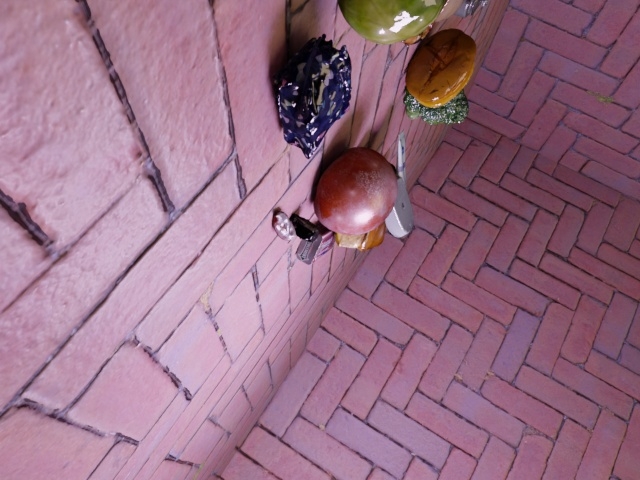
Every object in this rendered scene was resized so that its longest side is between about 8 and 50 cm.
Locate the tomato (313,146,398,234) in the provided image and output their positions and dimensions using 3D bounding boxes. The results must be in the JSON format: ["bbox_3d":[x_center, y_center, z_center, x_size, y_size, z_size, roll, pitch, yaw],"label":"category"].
[{"bbox_3d":[0.113,-0.142,1.498,0.270,0.227,0.270,-55,169,-15],"label":"tomato"}]

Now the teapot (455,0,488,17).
[{"bbox_3d":[0.467,-0.786,1.593,0.239,0.149,0.162,-44,159,-50],"label":"teapot"}]

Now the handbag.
[{"bbox_3d":[-0.010,-0.275,0.965,0.162,0.113,0.260,-51,168,-11],"label":"handbag"}]

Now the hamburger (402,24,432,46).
[{"bbox_3d":[0.229,-0.591,1.207,0.231,0.107,0.231,-51,166,-18],"label":"hamburger"}]

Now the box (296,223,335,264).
[{"bbox_3d":[0.000,0.000,1.747,0.120,0.069,0.224,-65,167,22],"label":"box"}]

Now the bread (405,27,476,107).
[{"bbox_3d":[0.410,-0.584,1.703,0.269,0.195,0.143,-53,159,5],"label":"bread"}]

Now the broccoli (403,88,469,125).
[{"bbox_3d":[0.431,-0.536,1.915,0.254,0.269,0.269,-50,165,-21],"label":"broccoli"}]

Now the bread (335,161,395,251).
[{"bbox_3d":[0.172,-0.131,1.814,0.333,0.143,0.323,-15,117,-74],"label":"bread"}]

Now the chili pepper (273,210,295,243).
[{"bbox_3d":[-0.099,-0.039,1.326,0.153,0.041,0.050,59,40,-58],"label":"chili pepper"}]

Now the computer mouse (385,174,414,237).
[{"bbox_3d":[0.261,-0.113,1.744,0.128,0.079,0.230,-54,135,-42],"label":"computer mouse"}]

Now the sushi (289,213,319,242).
[{"bbox_3d":[-0.046,-0.034,1.443,0.056,0.083,0.085,-63,166,11],"label":"sushi"}]

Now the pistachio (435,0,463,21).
[{"bbox_3d":[0.328,-0.676,1.316,0.206,0.130,0.131,98,-6,-67],"label":"pistachio"}]

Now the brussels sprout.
[{"bbox_3d":[0.135,-0.470,0.892,0.244,0.244,0.244,-55,167,-19],"label":"brussels sprout"}]

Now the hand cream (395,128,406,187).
[{"bbox_3d":[0.285,-0.234,1.814,0.109,0.067,0.320,-49,140,-61],"label":"hand cream"}]
